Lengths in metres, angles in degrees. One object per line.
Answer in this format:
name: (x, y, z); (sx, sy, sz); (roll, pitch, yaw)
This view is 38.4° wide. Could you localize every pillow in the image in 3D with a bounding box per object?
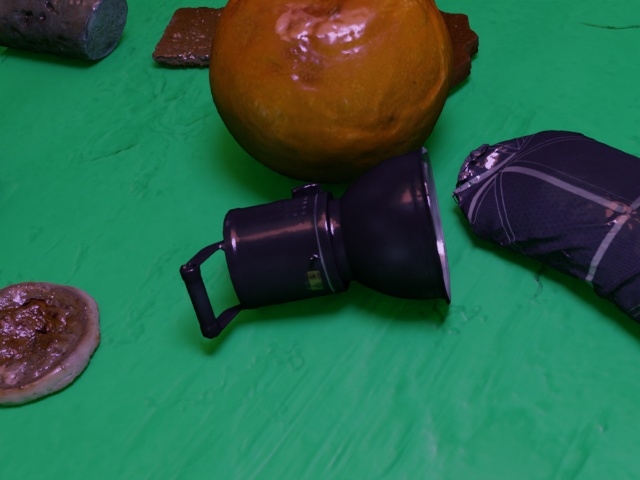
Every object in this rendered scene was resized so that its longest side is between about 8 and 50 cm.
pillow: (0.275, -0.013, 0.858); (0.162, 0.092, 0.335); (-36, 48, -21)

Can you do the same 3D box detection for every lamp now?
lamp: (0.000, 0.000, 0.872); (0.228, 0.147, 0.172); (-9, 29, 10)

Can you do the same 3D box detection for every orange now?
orange: (0.011, -0.183, 0.980); (0.261, 0.261, 0.261); (-5, 43, 4)

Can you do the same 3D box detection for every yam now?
yam: (-0.363, -0.306, 1.262); (0.194, 0.107, 0.107); (14, 47, 21)

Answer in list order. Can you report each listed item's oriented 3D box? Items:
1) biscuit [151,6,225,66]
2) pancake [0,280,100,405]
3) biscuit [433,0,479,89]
biscuit: (-0.100, -0.277, 1.247); (0.237, 0.026, 0.131); (2, 46, 10)
pancake: (-0.285, 0.094, 0.883); (0.152, 0.025, 0.151); (-5, 45, 5)
biscuit: (0.112, -0.248, 1.175); (0.182, 0.034, 0.215); (10, 44, 18)
